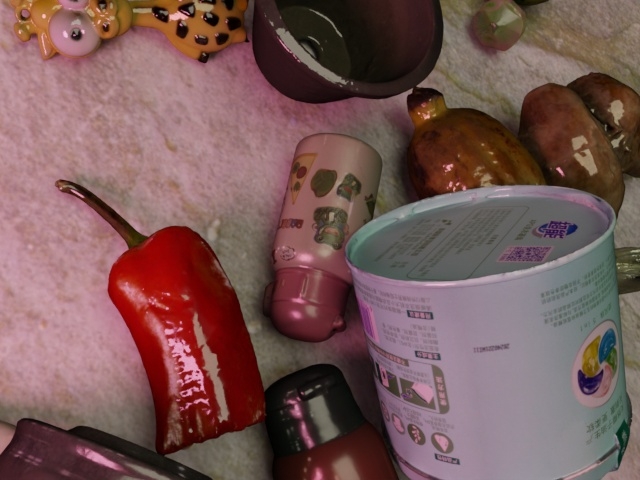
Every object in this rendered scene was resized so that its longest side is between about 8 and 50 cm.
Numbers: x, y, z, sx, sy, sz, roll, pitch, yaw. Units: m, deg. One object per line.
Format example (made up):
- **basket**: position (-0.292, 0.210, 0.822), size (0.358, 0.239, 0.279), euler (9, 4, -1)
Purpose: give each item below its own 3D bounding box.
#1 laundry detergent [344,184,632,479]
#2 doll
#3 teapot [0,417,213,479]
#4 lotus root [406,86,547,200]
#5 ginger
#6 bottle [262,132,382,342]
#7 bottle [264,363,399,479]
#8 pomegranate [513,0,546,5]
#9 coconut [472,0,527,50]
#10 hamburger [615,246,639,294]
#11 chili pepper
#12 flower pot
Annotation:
- **laundry detergent**: position (0.194, 0.124, 0.767), size (0.287, 0.287, 0.305), euler (-23, 111, -27)
- **doll**: position (-0.226, -0.281, 0.834), size (0.291, 0.086, 0.117), euler (-6, 108, -23)
- **teapot**: position (-0.241, 0.283, 0.587), size (0.321, 0.239, 0.239), euler (29, 64, -13)
- **lotus root**: position (0.217, -0.085, 0.944), size (0.169, 0.141, 0.314), euler (-25, 78, -30)
- **ginger**: position (0.427, -0.150, 1.042), size (0.304, 0.155, 0.245), euler (-32, 88, -26)
- **bottle**: position (0.000, 0.000, 0.839), size (0.120, 0.120, 0.253), euler (20, 69, -17)
- **bottle**: position (0.035, 0.306, 0.758), size (0.143, 0.144, 0.336), euler (-17, 83, -26)
- **pomegranate**: position (0.359, -0.484, 1.066), size (0.181, 0.224, 0.182), euler (11, 69, -29)
- **coconut**: position (0.287, -0.349, 1.080), size (0.081, 0.082, 0.083), euler (-41, 137, -51)
- **hamburger**: position (0.438, 0.049, 1.006), size (0.133, 0.140, 0.063), euler (13, 67, -56)
- **chili pepper**: position (-0.163, 0.056, 0.748), size (0.134, 0.131, 0.338), euler (-4, 68, -54)
- **flower pot**: position (0.012, -0.284, 0.890), size (0.268, 0.166, 0.269), euler (6, 74, -23)
